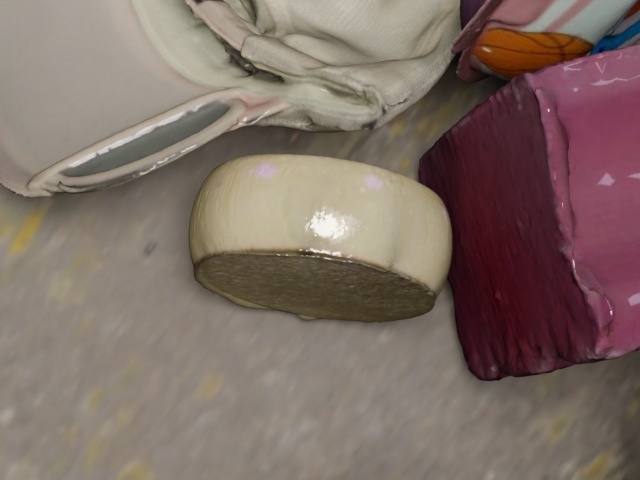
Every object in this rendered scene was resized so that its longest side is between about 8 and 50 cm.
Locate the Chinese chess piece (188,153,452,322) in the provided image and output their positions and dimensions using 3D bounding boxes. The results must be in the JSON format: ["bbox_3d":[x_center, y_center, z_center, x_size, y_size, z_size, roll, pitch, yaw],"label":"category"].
[{"bbox_3d":[0.000,0.000,0.790,0.122,0.122,0.051,10,73,-8],"label":"Chinese chess piece"}]

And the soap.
[{"bbox_3d":[0.245,-0.032,0.776,0.360,0.233,0.128,-12,86,-10],"label":"soap"}]

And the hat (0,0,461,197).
[{"bbox_3d":[-0.061,-0.112,0.812,0.226,0.164,0.219,-29,74,29],"label":"hat"}]

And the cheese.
[{"bbox_3d":[0.150,-0.145,0.770,0.074,0.189,0.286,51,42,9],"label":"cheese"}]
